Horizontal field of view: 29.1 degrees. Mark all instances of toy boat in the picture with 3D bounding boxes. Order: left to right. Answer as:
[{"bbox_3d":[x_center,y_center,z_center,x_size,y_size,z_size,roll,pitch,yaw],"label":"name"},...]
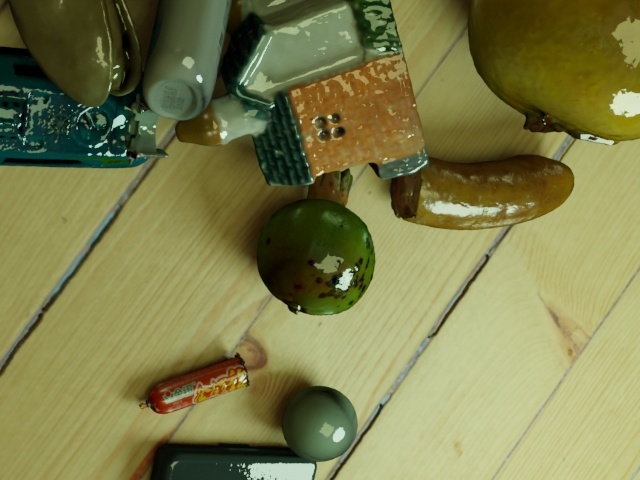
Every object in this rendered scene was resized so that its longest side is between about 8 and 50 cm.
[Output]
[{"bbox_3d":[-0.321,-0.143,1.400,0.299,0.092,0.134,0,108,-28],"label":"toy boat"}]

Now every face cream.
[{"bbox_3d":[-0.132,-0.311,1.388,0.080,0.163,0.337,12,75,-9],"label":"face cream"}]

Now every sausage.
[{"bbox_3d":[-0.166,0.190,1.598,0.145,0.048,0.050,-17,150,-20],"label":"sausage"},{"bbox_3d":[0.228,-0.069,1.691,0.270,0.109,0.109,-6,107,-25],"label":"sausage"}]

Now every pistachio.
[{"bbox_3d":[-0.273,-0.256,1.357,0.136,0.136,0.226,-25,91,-19],"label":"pistachio"}]

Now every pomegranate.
[{"bbox_3d":[0.000,0.000,1.577,0.159,0.159,0.205,23,69,-30],"label":"pomegranate"}]

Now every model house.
[{"bbox_3d":[-0.038,-0.192,1.503,0.301,0.190,0.271,-18,117,-5],"label":"model house"}]

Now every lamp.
[{"bbox_3d":[-0.001,0.246,1.663,0.105,0.105,0.105,-8,108,-25],"label":"lamp"}]

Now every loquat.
[{"bbox_3d":[0.350,-0.297,1.556,0.328,0.328,0.359,17,101,-30],"label":"loquat"}]

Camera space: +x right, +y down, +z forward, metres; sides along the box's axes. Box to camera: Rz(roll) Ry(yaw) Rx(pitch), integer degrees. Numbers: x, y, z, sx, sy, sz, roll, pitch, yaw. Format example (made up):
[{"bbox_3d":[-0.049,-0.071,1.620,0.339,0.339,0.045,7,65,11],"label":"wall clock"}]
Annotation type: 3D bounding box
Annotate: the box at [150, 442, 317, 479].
[{"bbox_3d":[-0.123,0.355,1.663,0.230,0.050,0.160,7,101,-28],"label":"box"}]
